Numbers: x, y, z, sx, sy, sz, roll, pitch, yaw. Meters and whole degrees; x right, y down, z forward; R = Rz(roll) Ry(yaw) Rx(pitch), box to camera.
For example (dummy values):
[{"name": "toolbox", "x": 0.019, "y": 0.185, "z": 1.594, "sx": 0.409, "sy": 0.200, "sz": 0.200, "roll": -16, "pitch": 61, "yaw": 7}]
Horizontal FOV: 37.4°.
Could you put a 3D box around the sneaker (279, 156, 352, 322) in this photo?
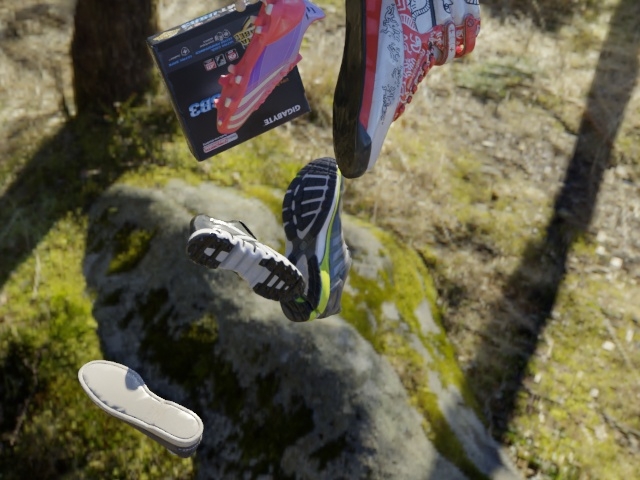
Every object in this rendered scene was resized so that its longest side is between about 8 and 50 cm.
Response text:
[{"name": "sneaker", "x": 0.000, "y": 0.000, "z": 1.686, "sx": 0.111, "sy": 0.299, "sz": 0.121, "roll": 5, "pitch": -6, "yaw": 33}]

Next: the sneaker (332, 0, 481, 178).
[{"name": "sneaker", "x": 0.097, "y": -0.191, "z": 1.007, "sx": 0.145, "sy": 0.090, "sz": 0.269, "roll": 7, "pitch": 80, "yaw": -19}]

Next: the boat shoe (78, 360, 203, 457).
[{"name": "boat shoe", "x": -0.259, "y": 0.244, "z": 1.344, "sx": 0.206, "sy": 0.065, "sz": 0.075, "roll": 27, "pitch": 47, "yaw": 16}]

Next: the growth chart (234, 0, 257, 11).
[{"name": "growth chart", "x": -0.048, "y": -0.443, "z": 1.362, "sx": 0.021, "sy": 0.172, "sz": 0.237, "roll": 31, "pitch": 57, "yaw": 21}]

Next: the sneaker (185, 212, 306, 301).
[{"name": "sneaker", "x": -0.119, "y": 0.019, "z": 1.529, "sx": 0.234, "sy": 0.078, "sz": 0.106, "roll": 28, "pitch": 25, "yaw": -33}]

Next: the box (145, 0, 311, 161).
[{"name": "box", "x": -0.198, "y": -0.364, "z": 2.111, "sx": 0.296, "sy": 0.293, "sz": 0.073, "roll": -25, "pitch": 31, "yaw": -12}]

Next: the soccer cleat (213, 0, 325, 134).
[{"name": "soccer cleat", "x": -0.081, "y": -0.249, "z": 1.383, "sx": 0.095, "sy": 0.248, "sz": 0.083, "roll": 11, "pitch": 37, "yaw": -25}]
